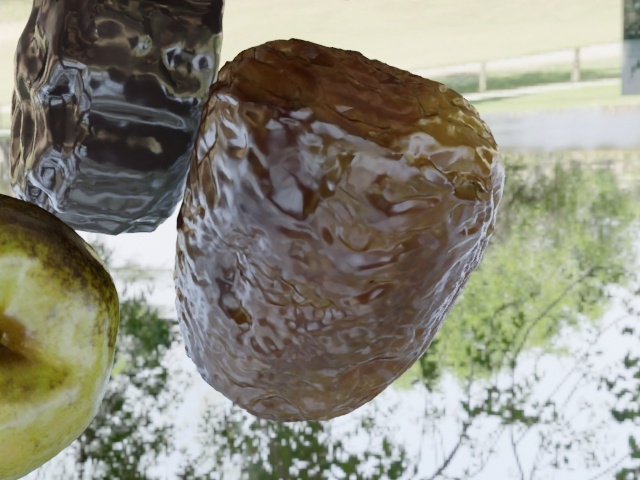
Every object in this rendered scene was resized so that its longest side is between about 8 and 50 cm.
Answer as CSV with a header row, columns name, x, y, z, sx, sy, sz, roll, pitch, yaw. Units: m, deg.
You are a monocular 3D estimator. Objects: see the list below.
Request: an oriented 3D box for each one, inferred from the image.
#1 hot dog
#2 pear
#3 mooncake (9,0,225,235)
name,x,y,z,sx,sy,sz,roll,pitch,yaw
hot dog,0.000,0.000,0.748,0.267,0.387,0.174,24,-136,5
pear,-0.235,0.063,0.560,0.197,0.197,0.197,0,-176,0
mooncake,-0.249,-0.190,1.030,0.212,0.381,0.350,5,-156,-28
